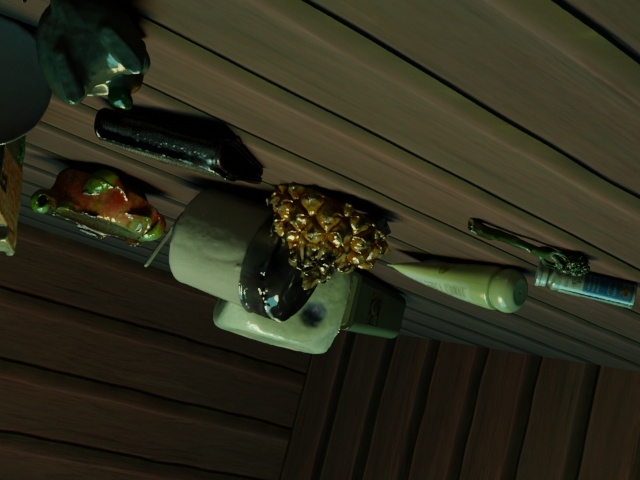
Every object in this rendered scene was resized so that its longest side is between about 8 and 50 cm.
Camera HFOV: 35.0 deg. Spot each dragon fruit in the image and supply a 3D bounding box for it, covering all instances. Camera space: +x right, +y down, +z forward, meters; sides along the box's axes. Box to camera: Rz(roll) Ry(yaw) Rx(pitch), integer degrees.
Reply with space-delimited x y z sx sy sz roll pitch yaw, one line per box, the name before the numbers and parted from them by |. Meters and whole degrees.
dragon fruit | -0.488 -0.081 2.259 0.295 0.130 0.268 19 170 -23

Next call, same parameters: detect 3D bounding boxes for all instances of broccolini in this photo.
broccolini | 0.368 0.022 1.794 0.254 0.057 0.071 15 129 -22

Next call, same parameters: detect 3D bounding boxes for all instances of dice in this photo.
dice | -0.087 0.103 2.321 0.263 0.264 0.268 17 171 -11

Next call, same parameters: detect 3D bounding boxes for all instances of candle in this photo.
candle | -0.170 0.015 2.048 0.343 0.221 0.221 22 174 23

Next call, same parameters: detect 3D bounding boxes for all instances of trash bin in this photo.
trash bin | 0.080 0.171 2.831 0.223 0.158 0.343 10 175 30

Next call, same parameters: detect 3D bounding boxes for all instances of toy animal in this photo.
toy animal | -0.265 -0.223 1.209 0.125 0.127 0.251 4 -173 -10

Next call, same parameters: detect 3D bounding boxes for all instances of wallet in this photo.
wallet | -0.229 -0.146 1.689 0.221 0.071 0.262 12 177 13

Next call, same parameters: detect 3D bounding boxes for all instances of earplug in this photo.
earplug | -0.472 -0.208 1.441 0.172 0.172 0.301 17 176 -16

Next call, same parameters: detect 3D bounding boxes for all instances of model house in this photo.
model house | -0.625 -0.153 1.729 0.194 0.267 0.325 3 160 -8

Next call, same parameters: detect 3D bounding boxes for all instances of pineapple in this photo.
pineapple | -0.005 -0.003 1.855 0.250 0.164 0.140 34 161 4

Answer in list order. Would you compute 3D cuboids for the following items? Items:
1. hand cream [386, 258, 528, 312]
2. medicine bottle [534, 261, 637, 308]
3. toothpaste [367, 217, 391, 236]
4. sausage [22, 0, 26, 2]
hand cream | 0.299 0.090 2.184 0.306 0.093 0.147 9 174 42
medicine bottle | 0.511 0.086 1.956 0.191 0.051 0.051 14 171 7
toothpaste | 0.056 -0.021 2.010 0.196 0.047 0.040 2 121 52
sausage | -0.397 -0.301 1.002 0.264 0.083 0.083 14 171 12
